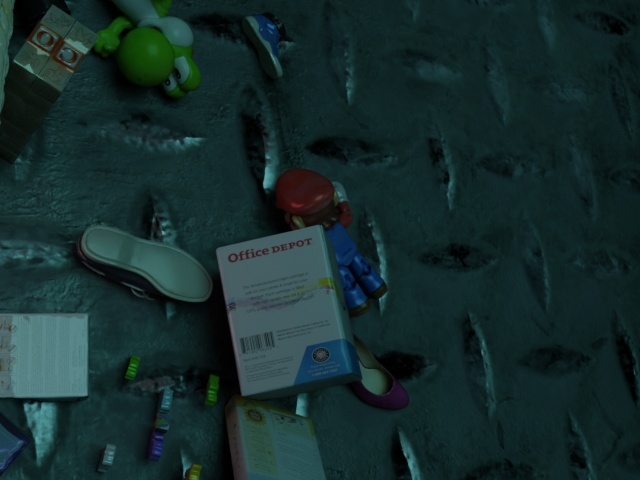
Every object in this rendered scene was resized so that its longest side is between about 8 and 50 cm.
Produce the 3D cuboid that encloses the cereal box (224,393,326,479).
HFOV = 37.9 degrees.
[{"bbox_3d":[-0.076,0.388,1.645,0.173,0.047,0.240,25,25,-24],"label":"cereal box"}]

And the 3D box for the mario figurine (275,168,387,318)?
[{"bbox_3d":[0.000,0.000,1.908,0.320,0.170,0.198,61,15,-12],"label":"mario figurine"}]

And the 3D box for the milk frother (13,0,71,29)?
[{"bbox_3d":[-0.549,-0.445,1.678,0.143,0.129,0.134,-20,88,-44],"label":"milk frother"}]

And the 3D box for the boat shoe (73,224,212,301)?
[{"bbox_3d":[-0.318,0.051,1.672,0.255,0.079,0.095,20,64,-24],"label":"boat shoe"}]

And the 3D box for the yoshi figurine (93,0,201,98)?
[{"bbox_3d":[-0.354,-0.441,1.783,0.203,0.203,0.362,-27,91,-22],"label":"yoshi figurine"}]

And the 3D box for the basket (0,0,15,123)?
[{"bbox_3d":[-0.651,-0.291,1.430,0.267,0.328,0.331,13,65,-34],"label":"basket"}]

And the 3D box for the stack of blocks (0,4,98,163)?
[{"bbox_3d":[-0.473,-0.268,1.553,0.087,0.297,0.171,33,58,-19],"label":"stack of blocks"}]

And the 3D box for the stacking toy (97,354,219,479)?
[{"bbox_3d":[-0.276,0.316,1.606,0.167,0.052,0.221,19,56,-16],"label":"stacking toy"}]

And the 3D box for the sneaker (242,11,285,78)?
[{"bbox_3d":[-0.100,-0.427,2.018,0.085,0.058,0.152,-25,80,-29],"label":"sneaker"}]

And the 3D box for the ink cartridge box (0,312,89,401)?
[{"bbox_3d":[-0.476,0.195,1.546,0.179,0.045,0.145,1,71,-15],"label":"ink cartridge box"}]

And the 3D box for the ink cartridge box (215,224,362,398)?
[{"bbox_3d":[-0.054,0.137,1.697,0.198,0.197,0.270,-13,76,6],"label":"ink cartridge box"}]

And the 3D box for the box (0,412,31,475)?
[{"bbox_3d":[-0.563,0.330,1.379,0.153,0.108,0.207,44,54,-11],"label":"box"}]

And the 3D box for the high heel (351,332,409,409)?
[{"bbox_3d":[0.105,0.257,1.852,0.244,0.117,0.082,41,54,-14],"label":"high heel"}]
